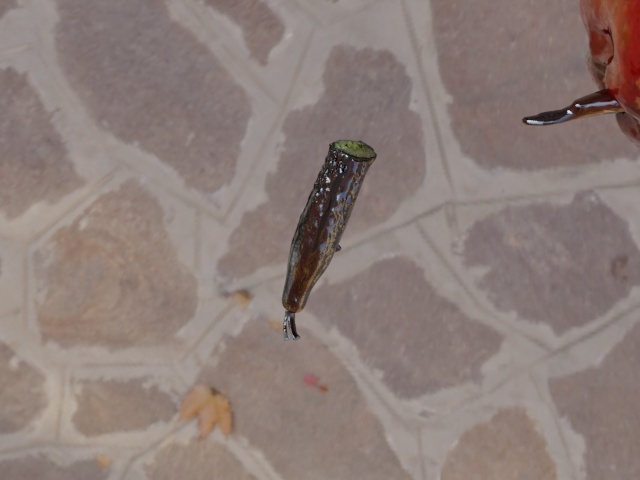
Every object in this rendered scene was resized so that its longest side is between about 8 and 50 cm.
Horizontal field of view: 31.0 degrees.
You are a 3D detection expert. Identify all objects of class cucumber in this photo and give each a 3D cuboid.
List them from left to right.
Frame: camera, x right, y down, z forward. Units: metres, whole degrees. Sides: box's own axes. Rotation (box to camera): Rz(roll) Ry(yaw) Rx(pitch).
[{"bbox_3d":[0.000,0.000,0.869,0.039,0.043,0.163,3,124,-31],"label":"cucumber"}]

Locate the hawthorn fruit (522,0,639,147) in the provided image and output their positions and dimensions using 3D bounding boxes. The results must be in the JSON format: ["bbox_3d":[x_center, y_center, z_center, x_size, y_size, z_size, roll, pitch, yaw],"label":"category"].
[{"bbox_3d":[0.277,-0.159,0.815,0.300,0.254,0.254,-22,106,10],"label":"hawthorn fruit"}]
